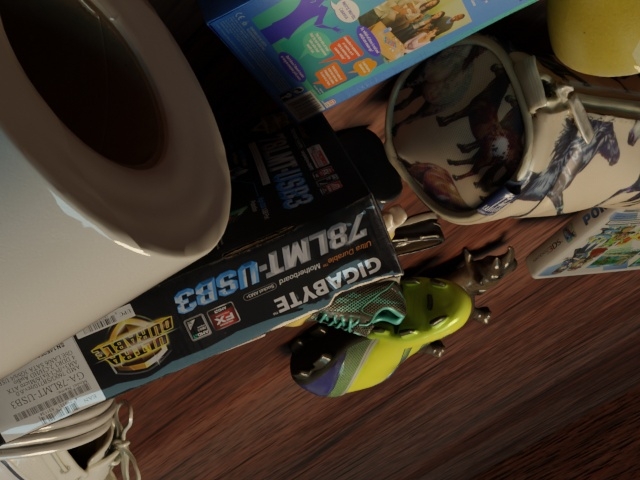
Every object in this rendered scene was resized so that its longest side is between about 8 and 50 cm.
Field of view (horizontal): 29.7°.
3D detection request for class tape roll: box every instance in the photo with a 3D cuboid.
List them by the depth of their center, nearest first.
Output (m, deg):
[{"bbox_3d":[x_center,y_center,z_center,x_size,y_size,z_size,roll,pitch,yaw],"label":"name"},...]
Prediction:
[{"bbox_3d":[-0.189,-0.057,0.675,0.169,0.246,0.246,-31,157,21],"label":"tape roll"}]

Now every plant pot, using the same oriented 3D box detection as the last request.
[{"bbox_3d":[0.227,-0.205,0.916,0.134,0.134,0.095,-26,133,9],"label":"plant pot"}]

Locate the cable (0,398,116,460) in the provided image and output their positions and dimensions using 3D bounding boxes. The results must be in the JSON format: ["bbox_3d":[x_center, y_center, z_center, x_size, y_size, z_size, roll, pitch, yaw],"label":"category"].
[{"bbox_3d":[-0.298,0.109,1.003,0.257,0.089,0.257,4,-172,-9],"label":"cable"}]

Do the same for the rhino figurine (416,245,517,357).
[{"bbox_3d":[0.178,0.078,1.602,0.106,0.073,0.243,6,144,-36],"label":"rhino figurine"}]

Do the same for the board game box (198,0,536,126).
[{"bbox_3d":[0.038,-0.178,0.855,0.210,0.047,0.160,-26,151,11],"label":"board game box"}]

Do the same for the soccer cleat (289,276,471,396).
[{"bbox_3d":[0.088,0.129,1.585,0.289,0.094,0.121,-28,140,32],"label":"soccer cleat"}]

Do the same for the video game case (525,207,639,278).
[{"bbox_3d":[0.459,-0.045,1.471,0.328,0.036,0.300,-4,153,-32],"label":"video game case"}]

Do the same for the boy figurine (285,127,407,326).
[{"bbox_3d":[0.000,0.000,1.214,0.177,0.092,0.285,-15,159,-20],"label":"boy figurine"}]

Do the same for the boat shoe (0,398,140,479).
[{"bbox_3d":[-0.299,0.264,1.527,0.156,0.136,0.367,-26,149,1],"label":"boat shoe"}]

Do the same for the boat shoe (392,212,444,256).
[{"bbox_3d":[0.081,0.006,1.378,0.125,0.038,0.046,-18,159,-12],"label":"boat shoe"}]

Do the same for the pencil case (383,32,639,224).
[{"bbox_3d":[0.265,-0.102,1.123,0.410,0.160,0.183,-4,179,-38],"label":"pencil case"}]

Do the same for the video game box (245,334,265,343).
[{"bbox_3d":[-0.162,0.092,1.339,0.187,0.048,0.205,-23,159,-5],"label":"video game box"}]

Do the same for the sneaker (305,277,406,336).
[{"bbox_3d":[0.034,0.084,1.468,0.166,0.076,0.065,-14,157,-19],"label":"sneaker"}]

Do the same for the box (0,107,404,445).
[{"bbox_3d":[-0.109,0.004,0.904,0.293,0.073,0.295,-21,-158,-1],"label":"box"}]
